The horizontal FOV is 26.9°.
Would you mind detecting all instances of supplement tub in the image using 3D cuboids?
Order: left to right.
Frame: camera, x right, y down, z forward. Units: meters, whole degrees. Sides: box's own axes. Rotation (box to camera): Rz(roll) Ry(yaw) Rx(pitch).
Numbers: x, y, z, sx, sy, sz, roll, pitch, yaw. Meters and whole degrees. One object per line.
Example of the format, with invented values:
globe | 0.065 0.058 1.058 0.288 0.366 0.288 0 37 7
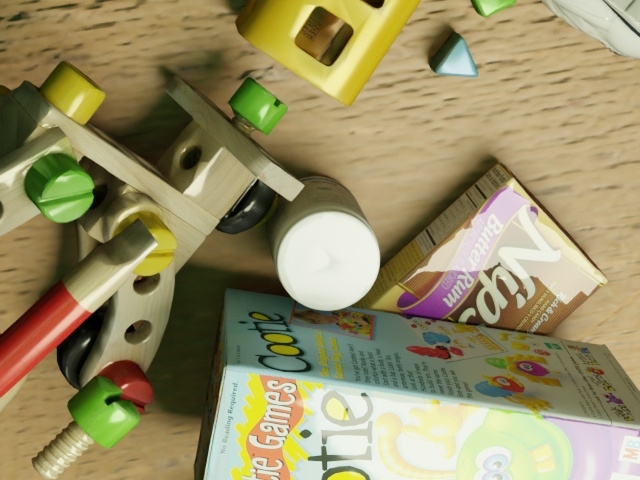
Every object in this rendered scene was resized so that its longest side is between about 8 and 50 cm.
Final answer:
supplement tub | 0.000 0.000 0.910 0.071 0.107 0.071 -1 106 -5

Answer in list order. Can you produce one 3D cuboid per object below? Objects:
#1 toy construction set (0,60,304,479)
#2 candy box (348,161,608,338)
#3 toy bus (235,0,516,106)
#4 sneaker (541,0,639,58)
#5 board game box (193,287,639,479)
toy construction set | -0.126 -0.022 0.807 0.237 0.309 0.257 -43 113 2
candy box | 0.099 0.048 0.962 0.187 0.053 0.109 -42 106 9
toy bus | 0.032 -0.187 0.863 0.191 0.104 0.202 -13 107 -2
sneaker | 0.150 -0.196 0.864 0.235 0.095 0.090 40 78 -20
board game box | 0.061 0.139 0.883 0.275 0.144 0.142 9 107 -7
